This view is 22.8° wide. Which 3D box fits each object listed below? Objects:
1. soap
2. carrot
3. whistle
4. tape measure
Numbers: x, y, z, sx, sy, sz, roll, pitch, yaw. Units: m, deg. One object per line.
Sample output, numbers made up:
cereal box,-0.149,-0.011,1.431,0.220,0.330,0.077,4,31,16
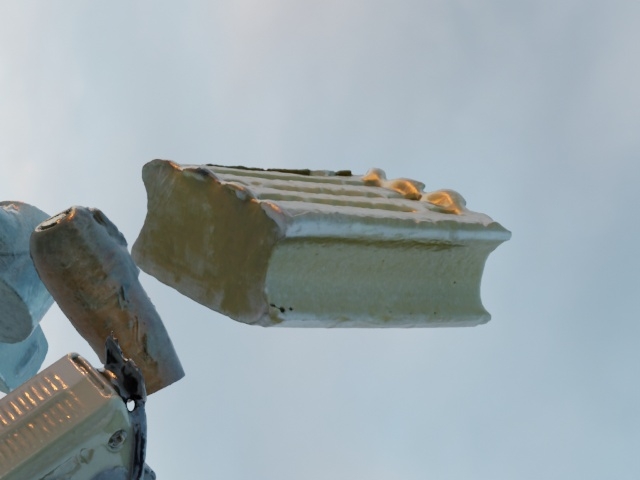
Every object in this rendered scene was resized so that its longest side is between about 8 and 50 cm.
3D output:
soap,0.000,0.000,1.781,0.293,0.335,0.156,25,-73,48
carrot,-0.317,0.093,2.335,0.139,0.139,0.301,-11,-74,64
whistle,-0.546,0.096,2.719,0.188,0.168,0.404,28,-41,3
tape measure,-0.261,0.258,1.573,0.133,0.271,0.231,36,-24,41
